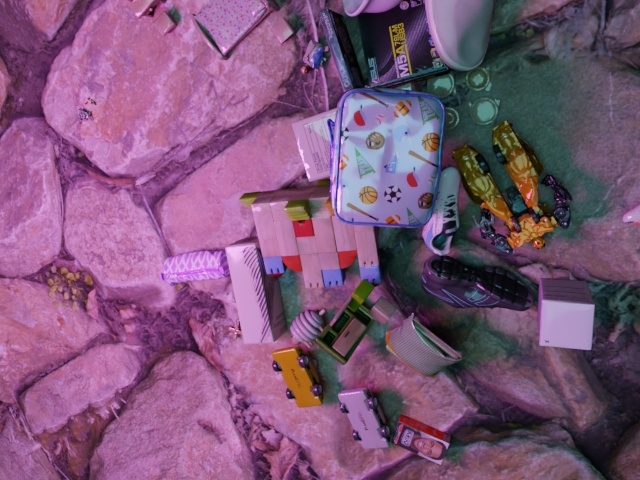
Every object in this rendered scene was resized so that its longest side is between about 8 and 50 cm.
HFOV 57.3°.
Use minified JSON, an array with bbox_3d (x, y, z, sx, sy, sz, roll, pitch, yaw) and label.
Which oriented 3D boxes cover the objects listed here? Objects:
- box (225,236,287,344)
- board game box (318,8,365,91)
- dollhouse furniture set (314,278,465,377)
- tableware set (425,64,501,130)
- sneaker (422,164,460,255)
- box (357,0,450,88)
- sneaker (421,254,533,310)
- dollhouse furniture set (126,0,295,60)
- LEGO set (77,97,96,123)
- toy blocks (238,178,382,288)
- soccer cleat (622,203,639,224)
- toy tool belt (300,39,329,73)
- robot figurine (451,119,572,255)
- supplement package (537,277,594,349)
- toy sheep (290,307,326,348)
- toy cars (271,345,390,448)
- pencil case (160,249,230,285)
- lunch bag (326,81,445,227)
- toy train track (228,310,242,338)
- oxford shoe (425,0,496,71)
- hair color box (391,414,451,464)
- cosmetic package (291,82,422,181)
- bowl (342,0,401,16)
[{"bbox_3d":[-0.171,0.132,1.578,0.094,0.113,0.274,-7,101,19],"label":"box"},{"bbox_3d":[0.053,-0.437,1.359,0.026,0.126,0.186,-17,96,22],"label":"board game box"},{"bbox_3d":[0.161,0.263,1.425,0.302,0.151,0.197,38,156,6],"label":"dollhouse furniture set"},{"bbox_3d":[0.326,-0.328,1.347,0.169,0.020,0.140,-4,100,20],"label":"tableware set"},{"bbox_3d":[0.289,-0.067,1.345,0.086,0.085,0.237,-126,25,-42],"label":"sneaker"},{"bbox_3d":[0.188,-0.454,1.340,0.184,0.045,0.190,-9,90,18],"label":"box"},{"bbox_3d":[0.372,0.115,1.409,0.268,0.101,0.106,19,136,8],"label":"sneaker"},{"bbox_3d":[-0.297,-0.553,1.429,0.303,0.174,0.355,-37,88,23],"label":"dollhouse furniture set"},{"bbox_3d":[-0.680,-0.370,1.684,0.054,0.023,0.083,23,109,13],"label":"LEGO set"},{"bbox_3d":[0.000,0.000,1.468,0.382,0.190,0.260,-4,114,13],"label":"toy blocks"},{"bbox_3d":[0.737,-0.091,1.240,0.196,0.068,0.076,-22,79,21],"label":"soccer cleat"},{"bbox_3d":[-0.013,-0.439,1.422,0.051,0.052,0.083,30,111,20],"label":"toy tool belt"},{"bbox_3d":[0.431,-0.113,1.325,0.211,0.085,0.290,-29,91,23],"label":"robot figurine"},{"bbox_3d":[0.540,0.158,1.298,0.105,0.179,0.105,3,104,19],"label":"supplement package"},{"bbox_3d":[-0.030,0.231,1.567,0.132,0.091,0.091,-45,85,7],"label":"toy sheep"},{"bbox_3d":[0.038,0.410,1.587,0.394,0.087,0.176,31,123,6],"label":"toy cars"},{"bbox_3d":[-0.344,0.075,1.637,0.206,0.088,0.086,-10,101,20],"label":"pencil case"},{"bbox_3d":[0.132,-0.179,1.237,0.243,0.115,0.303,4,104,2],"label":"lunch bag"},{"bbox_3d":[-0.237,0.242,1.679,0.048,0.014,0.083,15,101,23],"label":"toy train track"},{"bbox_3d":[0.319,-0.582,1.205,0.130,0.169,0.448,27,116,59],"label":"oxford shoe"},{"bbox_3d":[0.266,0.527,1.553,0.141,0.043,0.071,19,107,13],"label":"hair color box"},{"bbox_3d":[0.103,-0.254,1.383,0.296,0.129,0.153,-13,99,21],"label":"cosmetic package"},{"bbox_3d":[0.155,-0.612,1.233,0.134,0.298,0.297,8,108,-16],"label":"bowl"}]
